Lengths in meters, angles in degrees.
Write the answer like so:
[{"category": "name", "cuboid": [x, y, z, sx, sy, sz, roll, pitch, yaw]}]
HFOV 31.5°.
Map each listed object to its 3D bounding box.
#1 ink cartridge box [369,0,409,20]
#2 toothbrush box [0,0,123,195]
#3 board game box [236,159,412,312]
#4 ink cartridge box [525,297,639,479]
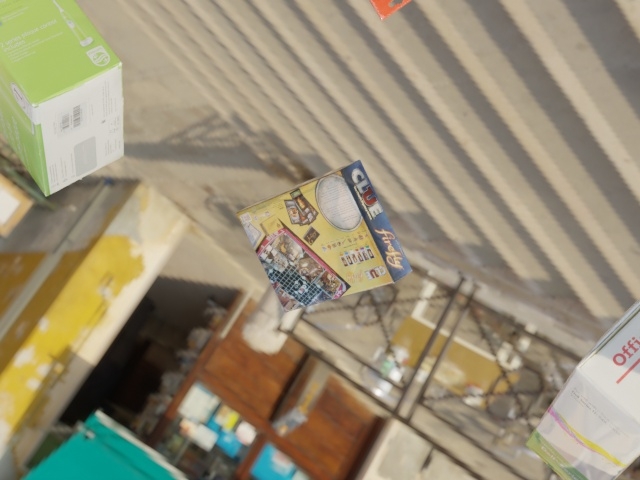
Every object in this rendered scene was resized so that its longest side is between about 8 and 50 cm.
[{"category": "ink cartridge box", "cuboid": [0.065, -0.306, 1.246, 0.115, 0.063, 0.029, 56, 174, -18]}, {"category": "toothbrush box", "cuboid": [-0.364, -0.231, 1.385, 0.283, 0.122, 0.206, 53, 157, 17]}, {"category": "board game box", "cuboid": [0.000, 0.000, 1.555, 0.243, 0.042, 0.165, -18, 100, 50]}, {"category": "ink cartridge box", "cuboid": [0.387, 0.164, 1.354, 0.119, 0.207, 0.353, 44, 159, 18]}]
